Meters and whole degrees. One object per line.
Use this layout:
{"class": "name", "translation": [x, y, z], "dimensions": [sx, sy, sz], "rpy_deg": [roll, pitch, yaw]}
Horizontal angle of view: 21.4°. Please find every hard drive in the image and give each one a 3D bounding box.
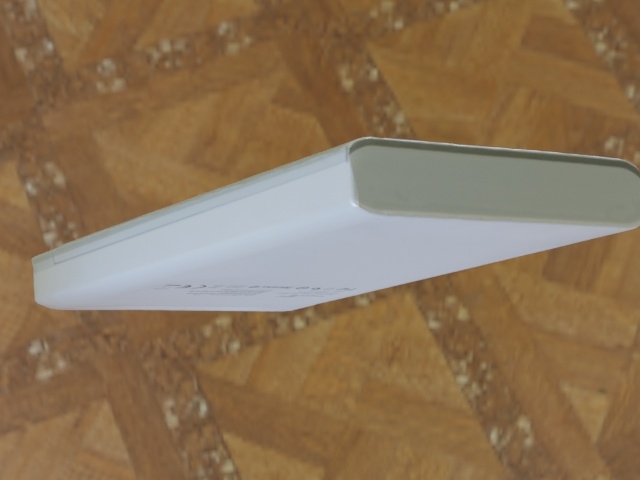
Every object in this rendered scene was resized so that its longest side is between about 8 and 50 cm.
{"class": "hard drive", "translation": [0.000, 0.000, 0.960], "dimensions": [0.203, 0.307, 0.040], "rpy_deg": [2, 78, -38]}
